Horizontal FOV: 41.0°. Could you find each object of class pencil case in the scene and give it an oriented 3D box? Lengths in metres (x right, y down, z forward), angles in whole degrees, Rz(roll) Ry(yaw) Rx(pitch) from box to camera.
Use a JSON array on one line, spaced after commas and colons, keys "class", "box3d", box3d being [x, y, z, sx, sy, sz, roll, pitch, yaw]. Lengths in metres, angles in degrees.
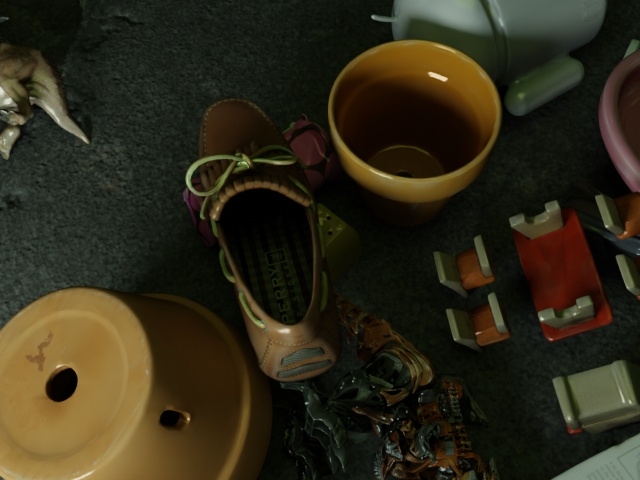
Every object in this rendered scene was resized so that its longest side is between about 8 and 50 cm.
[{"class": "pencil case", "box3d": [-0.080, -0.079, 1.127, 0.209, 0.095, 0.098, -31, 98, -14]}]

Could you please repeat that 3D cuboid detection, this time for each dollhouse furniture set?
[{"class": "dollhouse furniture set", "box3d": [0.298, 0.088, 1.001, 0.262, 0.135, 0.259, -21, 65, 21]}]

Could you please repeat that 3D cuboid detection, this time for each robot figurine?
[{"class": "robot figurine", "box3d": [0.246, -0.323, 1.180, 0.353, 0.200, 0.300, -28, 84, -12]}]

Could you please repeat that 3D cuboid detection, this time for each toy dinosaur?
[{"class": "toy dinosaur", "box3d": [-0.452, -0.238, 1.196, 0.295, 0.127, 0.200, 15, 58, 2]}, {"class": "toy dinosaur", "box3d": [0.068, 0.191, 0.986, 0.218, 0.164, 0.322, -22, 46, -26]}]

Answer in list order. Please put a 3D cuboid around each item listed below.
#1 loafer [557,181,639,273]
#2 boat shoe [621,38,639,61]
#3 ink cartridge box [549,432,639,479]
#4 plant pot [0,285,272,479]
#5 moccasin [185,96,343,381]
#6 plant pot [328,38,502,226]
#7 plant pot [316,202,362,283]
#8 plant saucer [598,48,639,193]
[{"class": "loafer", "box3d": [0.432, 0.014, 1.068, 0.302, 0.109, 0.095, 27, 63, 16]}, {"class": "boat shoe", "box3d": [0.440, -0.231, 1.218, 0.040, 0.049, 0.142, 24, 64, 12]}, {"class": "ink cartridge box", "box3d": [0.339, 0.379, 0.876, 0.385, 0.091, 0.308, -25, 57, -12]}, {"class": "plant pot", "box3d": [-0.219, 0.175, 0.900, 0.290, 0.203, 0.291, -7, 66, 16]}, {"class": "moccasin", "box3d": [-0.071, -0.030, 0.962, 0.139, 0.147, 0.380, -10, 53, -2]}, {"class": "plant pot", "box3d": [0.113, -0.115, 1.086, 0.205, 0.188, 0.205, -1, 63, 1]}, {"class": "plant pot", "box3d": [0.000, 0.000, 1.089, 0.081, 0.083, 0.081, 38, 71, 17]}, {"class": "plant saucer", "box3d": [0.519, -0.121, 1.119, 0.332, 0.084, 0.332, 4, 55, -5]}]
